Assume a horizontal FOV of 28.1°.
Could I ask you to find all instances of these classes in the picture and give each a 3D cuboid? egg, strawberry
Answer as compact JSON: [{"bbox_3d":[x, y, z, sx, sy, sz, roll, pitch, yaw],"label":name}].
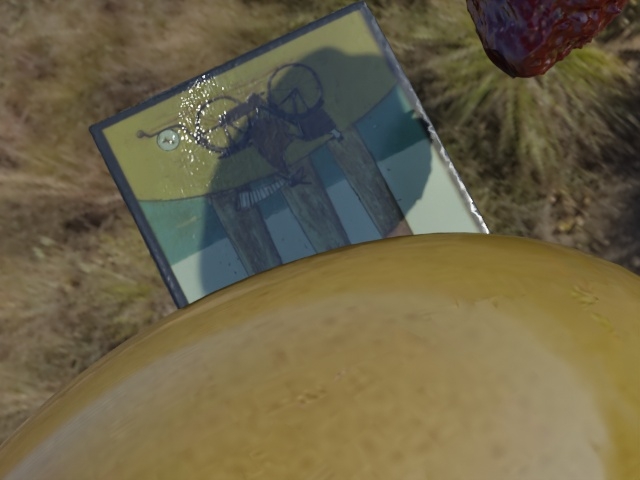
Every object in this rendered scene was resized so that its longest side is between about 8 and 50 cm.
[{"bbox_3d":[0.002,0.138,0.405,0.322,0.250,0.250,-44,48,5],"label":"egg"},{"bbox_3d":[0.134,-0.179,0.746,0.148,0.131,0.131,-47,46,-6],"label":"strawberry"}]

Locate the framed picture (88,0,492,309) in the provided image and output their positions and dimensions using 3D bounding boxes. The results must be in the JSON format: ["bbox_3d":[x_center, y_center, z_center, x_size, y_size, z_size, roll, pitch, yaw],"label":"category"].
[{"bbox_3d":[0.000,0.000,0.985,0.244,0.013,0.324,-26,80,-7],"label":"framed picture"}]
